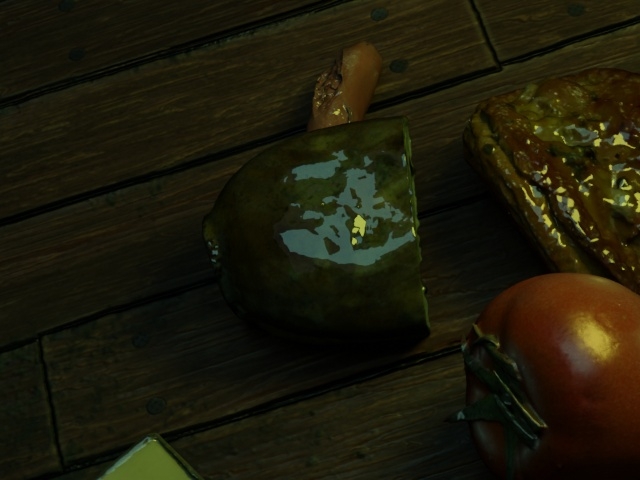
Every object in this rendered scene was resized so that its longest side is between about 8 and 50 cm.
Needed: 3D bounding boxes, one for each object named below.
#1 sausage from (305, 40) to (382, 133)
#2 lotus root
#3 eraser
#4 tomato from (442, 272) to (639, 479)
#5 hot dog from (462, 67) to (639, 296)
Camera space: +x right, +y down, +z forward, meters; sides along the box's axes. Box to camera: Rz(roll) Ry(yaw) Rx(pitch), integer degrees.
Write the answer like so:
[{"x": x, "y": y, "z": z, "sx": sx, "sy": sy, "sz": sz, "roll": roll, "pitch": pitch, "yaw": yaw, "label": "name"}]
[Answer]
[{"x": 0.022, "y": -0.126, "z": 2.186, "sx": 0.087, "sy": 0.079, "sz": 0.326, "roll": 17, "pitch": 58, "yaw": -13, "label": "sausage"}, {"x": -0.013, "y": -0.011, "z": 2.012, "sx": 0.260, "sy": 0.149, "sz": 0.267, "roll": -6, "pitch": 82, "yaw": 6, "label": "lotus root"}, {"x": -0.177, "y": 0.313, "z": 1.939, "sx": 0.117, "sy": 0.058, "sz": 0.172, "roll": -41, "pitch": 57, "yaw": -16, "label": "eraser"}, {"x": 0.268, "y": 0.160, "z": 1.828, "sx": 0.224, "sy": 0.256, "sz": 0.256, "roll": -3, "pitch": 49, "yaw": -28, "label": "tomato"}, {"x": 0.332, "y": -0.063, "z": 2.014, "sx": 0.267, "sy": 0.174, "sz": 0.387, "roll": -24, "pitch": 53, "yaw": -15, "label": "hot dog"}]
